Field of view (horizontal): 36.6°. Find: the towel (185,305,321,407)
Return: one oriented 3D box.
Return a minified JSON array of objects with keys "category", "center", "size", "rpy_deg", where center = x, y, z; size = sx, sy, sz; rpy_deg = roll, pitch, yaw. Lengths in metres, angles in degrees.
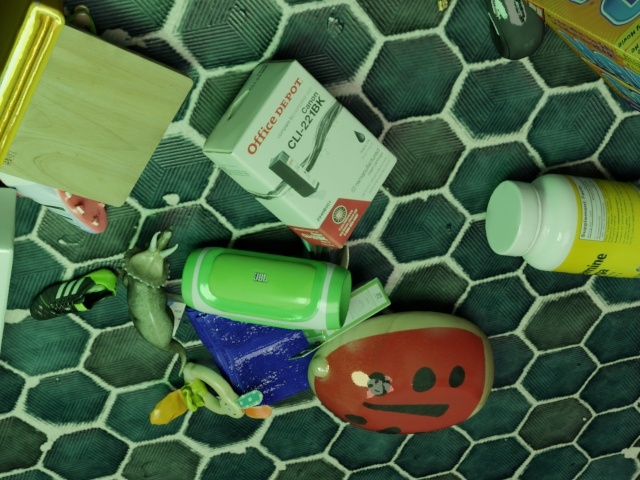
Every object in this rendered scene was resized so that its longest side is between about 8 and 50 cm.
[{"category":"towel","center":[-0.114,0.211,1.957],"size":[0.227,0.076,0.308],"rpy_deg":[-20,127,2]}]

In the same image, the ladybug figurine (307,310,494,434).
[{"category":"ladybug figurine","center":[0.181,0.289,1.996],"size":[0.449,0.162,0.305],"rpy_deg":[5,129,-29]}]

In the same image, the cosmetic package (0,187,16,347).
[{"category":"cosmetic package","center":[-0.660,0.116,1.662],"size":[0.230,0.161,0.453],"rpy_deg":[6,131,-20]}]

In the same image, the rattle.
[{"category":"rattle","center":[-0.219,0.337,1.931],"size":[0.142,0.199,0.130],"rpy_deg":[-33,144,-47]}]

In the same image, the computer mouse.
[{"category":"computer mouse","center":[0.291,-0.399,1.630],"size":[0.184,0.060,0.262],"rpy_deg":[-18,127,-2]}]

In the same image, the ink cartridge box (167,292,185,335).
[{"category":"ink cartridge box","center":[-0.298,0.144,1.891],"size":[0.048,0.028,0.083],"rpy_deg":[11,121,-20]}]

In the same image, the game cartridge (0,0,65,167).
[{"category":"game cartridge","center":[-0.436,-0.271,1.373],"size":[0.052,0.324,0.285],"rpy_deg":[19,119,-26]}]

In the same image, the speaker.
[{"category":"speaker","center":[-0.098,0.088,1.779],"size":[0.296,0.131,0.131],"rpy_deg":[7,127,12]}]

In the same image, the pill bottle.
[{"category":"pill bottle","center":[0.500,-0.028,1.870],"size":[0.333,0.188,0.188],"rpy_deg":[5,123,-17]}]

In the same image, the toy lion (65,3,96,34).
[{"category":"toy lion","center":[-0.401,-0.316,1.536],"size":[0.100,0.034,0.096],"rpy_deg":[-18,134,-2]}]

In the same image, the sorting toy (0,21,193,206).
[{"category":"sorting toy","center":[-0.380,-0.210,1.546],"size":[0.257,0.089,0.255],"rpy_deg":[18,112,-42]}]

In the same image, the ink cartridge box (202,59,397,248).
[{"category":"ink cartridge box","center":[-0.032,-0.145,1.637],"size":[0.273,0.114,0.197],"rpy_deg":[40,74,-29]}]

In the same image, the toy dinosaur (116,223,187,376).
[{"category":"toy dinosaur","center":[-0.312,0.118,1.767],"size":[0.121,0.160,0.314],"rpy_deg":[-4,106,-7]}]

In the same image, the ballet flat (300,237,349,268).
[{"category":"ballet flat","center":[0.000,0.000,1.833],"size":[0.096,0.095,0.280],"rpy_deg":[-23,138,-9]}]

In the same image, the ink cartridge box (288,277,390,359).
[{"category":"ink cartridge box","center":[0.022,0.151,1.877],"size":[0.209,0.109,0.062],"rpy_deg":[-30,92,-20]}]

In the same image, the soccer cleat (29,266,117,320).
[{"category":"soccer cleat","center":[-0.460,0.109,1.797],"size":[0.178,0.072,0.060],"rpy_deg":[-25,127,4]}]

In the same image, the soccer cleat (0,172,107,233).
[{"category":"soccer cleat","center":[-0.471,-0.091,1.657],"size":[0.095,0.083,0.248],"rpy_deg":[-23,132,29]}]

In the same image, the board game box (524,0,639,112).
[{"category":"board game box","center":[0.617,-0.373,1.516],"size":[0.356,0.356,0.356],"rpy_deg":[34,103,-32]}]
